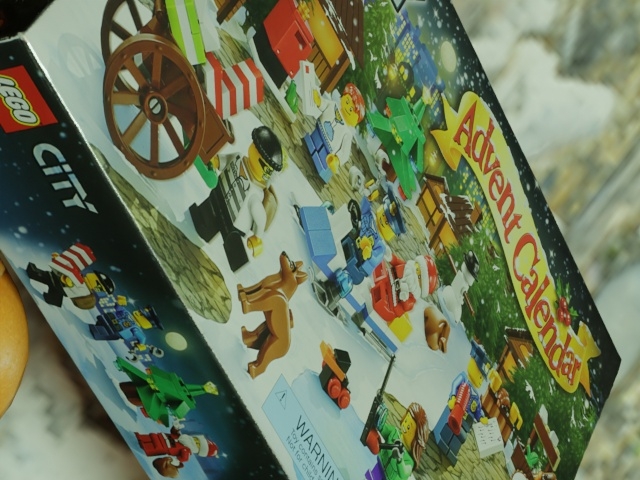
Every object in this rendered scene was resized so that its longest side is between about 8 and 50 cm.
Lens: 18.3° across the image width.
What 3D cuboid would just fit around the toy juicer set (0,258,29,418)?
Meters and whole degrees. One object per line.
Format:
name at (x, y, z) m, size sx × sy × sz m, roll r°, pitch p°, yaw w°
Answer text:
toy juicer set at (-0.183, 0.108, 0.498) m, size 0.209 × 0.089 × 0.329 m, roll -2°, pitch 126°, yaw -44°

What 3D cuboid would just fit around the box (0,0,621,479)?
box at (0.000, 0.000, 0.526) m, size 0.233 × 0.044 × 0.159 m, roll 61°, pitch 40°, yaw -28°
